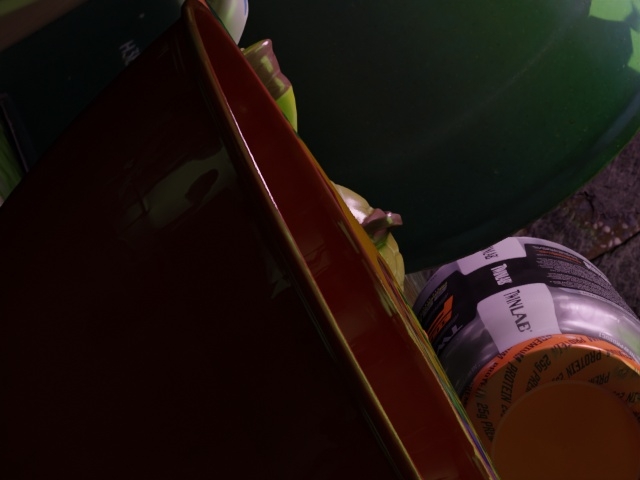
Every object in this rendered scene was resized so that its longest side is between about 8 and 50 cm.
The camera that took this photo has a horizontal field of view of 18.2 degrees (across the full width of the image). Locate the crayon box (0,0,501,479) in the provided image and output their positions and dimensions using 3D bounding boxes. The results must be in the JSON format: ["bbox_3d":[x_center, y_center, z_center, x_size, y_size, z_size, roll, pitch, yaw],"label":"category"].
[{"bbox_3d":[0.002,0.059,0.767,0.202,0.081,0.318,63,4,31],"label":"crayon box"}]

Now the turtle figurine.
[{"bbox_3d":[0.000,0.000,1.066,0.217,0.087,0.269,60,5,-8],"label":"turtle figurine"}]

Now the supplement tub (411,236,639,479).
[{"bbox_3d":[0.166,0.115,1.531,0.194,0.193,0.316,60,4,-9],"label":"supplement tub"}]

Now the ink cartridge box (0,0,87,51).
[{"bbox_3d":[-0.097,-0.260,0.440,0.395,0.270,0.151,60,-1,-2],"label":"ink cartridge box"}]

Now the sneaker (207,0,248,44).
[{"bbox_3d":[-0.076,-0.133,1.037,0.126,0.091,0.240,57,5,-44],"label":"sneaker"}]

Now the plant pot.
[{"bbox_3d":[0.024,-0.209,1.355,0.334,0.341,0.341,48,10,-31],"label":"plant pot"}]

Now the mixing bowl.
[{"bbox_3d":[-0.023,0.051,0.411,0.181,0.098,0.181,61,4,-7],"label":"mixing bowl"}]
